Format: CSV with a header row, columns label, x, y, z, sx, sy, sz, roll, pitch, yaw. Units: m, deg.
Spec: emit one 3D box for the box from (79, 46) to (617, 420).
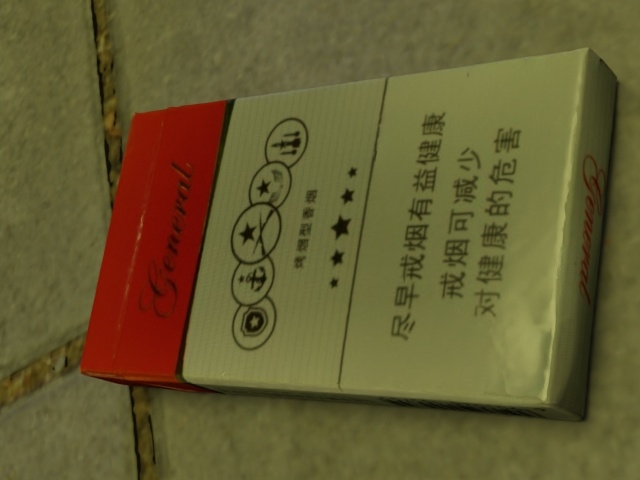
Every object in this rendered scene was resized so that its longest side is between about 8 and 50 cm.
label,x,y,z,sx,sy,sz,roll,pitch,yaw
box,0.000,0.000,0.469,0.245,0.035,0.139,-4,71,38
